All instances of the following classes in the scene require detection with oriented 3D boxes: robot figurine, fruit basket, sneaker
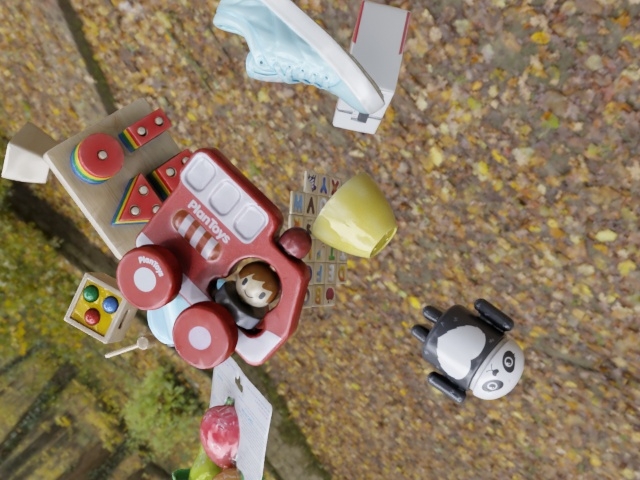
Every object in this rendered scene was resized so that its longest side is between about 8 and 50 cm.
[{"bbox_3d":[0.362,0.268,1.602,0.278,0.173,0.209,35,140,26],"label":"robot figurine"},{"bbox_3d":[-0.154,0.407,1.185,0.165,0.353,0.327,11,-176,-25],"label":"fruit basket"},{"bbox_3d":[-0.046,-0.322,1.158,0.366,0.150,0.135,46,-166,16],"label":"sneaker"}]

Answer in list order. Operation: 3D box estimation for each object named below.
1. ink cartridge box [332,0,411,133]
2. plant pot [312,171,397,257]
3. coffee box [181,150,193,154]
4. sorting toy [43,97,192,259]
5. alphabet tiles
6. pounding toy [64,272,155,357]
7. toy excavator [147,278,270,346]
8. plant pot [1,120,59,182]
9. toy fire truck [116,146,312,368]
[{"bbox_3d":[0.111,-0.387,1.498,0.114,0.197,0.273,13,170,-3],"label":"ink cartridge box"},{"bbox_3d":[0.067,-0.028,1.042,0.095,0.134,0.134,42,153,15],"label":"plant pot"},{"bbox_3d":[-0.431,-0.179,1.815,0.113,0.184,0.040,1,136,16],"label":"coffee box"},{"bbox_3d":[-0.377,-0.139,1.339,0.089,0.255,0.257,-14,113,52],"label":"sorting toy"},{"bbox_3d":[0.000,0.000,1.672,0.011,0.285,0.343,2,88,32],"label":"alphabet tiles"},{"bbox_3d":[-0.499,0.202,1.555,0.206,0.181,0.094,26,-178,12],"label":"pounding toy"},{"bbox_3d":[-0.362,0.232,2.081,0.445,0.433,0.222,-87,-15,-86],"label":"toy excavator"},{"bbox_3d":[-0.685,-0.200,1.557,0.096,0.109,0.109,23,126,-12],"label":"plant pot"},{"bbox_3d":[-0.147,0.036,1.022,0.302,0.169,0.254,44,110,6],"label":"toy fire truck"}]
